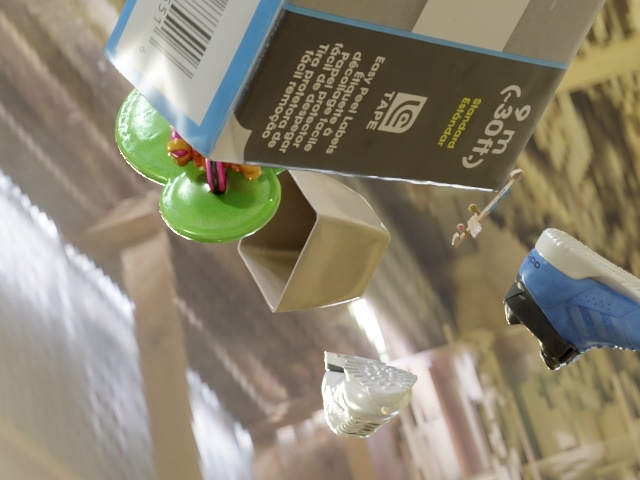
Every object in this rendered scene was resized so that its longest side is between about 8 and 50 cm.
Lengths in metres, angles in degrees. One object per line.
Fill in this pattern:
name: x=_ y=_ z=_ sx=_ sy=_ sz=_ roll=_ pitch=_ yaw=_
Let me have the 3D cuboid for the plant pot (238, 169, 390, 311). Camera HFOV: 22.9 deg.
plant pot: x=0.000 y=0.000 z=1.474 sx=0.109 sy=0.096 sz=0.109 roll=-65 pitch=33 yaw=25

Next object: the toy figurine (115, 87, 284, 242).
toy figurine: x=-0.068 y=-0.113 z=0.907 sx=0.159 sy=0.130 sz=0.173 roll=83 pitch=-176 yaw=-45

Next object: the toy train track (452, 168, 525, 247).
toy train track: x=0.135 y=-0.029 z=1.303 sx=0.014 sy=0.083 sz=0.048 roll=40 pitch=-167 yaw=-11

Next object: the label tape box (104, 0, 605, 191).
label tape box: x=0.084 y=-0.154 z=0.823 sx=0.333 sy=0.241 sz=0.106 roll=3 pitch=-149 yaw=-46

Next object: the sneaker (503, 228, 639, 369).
sneaker: x=0.204 y=0.066 z=1.142 sx=0.152 sy=0.084 sz=0.058 roll=33 pitch=-163 yaw=0

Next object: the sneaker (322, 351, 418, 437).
sneaker: x=0.053 y=0.190 z=1.854 sx=0.235 sy=0.090 sz=0.095 roll=-173 pitch=96 yaw=-81
